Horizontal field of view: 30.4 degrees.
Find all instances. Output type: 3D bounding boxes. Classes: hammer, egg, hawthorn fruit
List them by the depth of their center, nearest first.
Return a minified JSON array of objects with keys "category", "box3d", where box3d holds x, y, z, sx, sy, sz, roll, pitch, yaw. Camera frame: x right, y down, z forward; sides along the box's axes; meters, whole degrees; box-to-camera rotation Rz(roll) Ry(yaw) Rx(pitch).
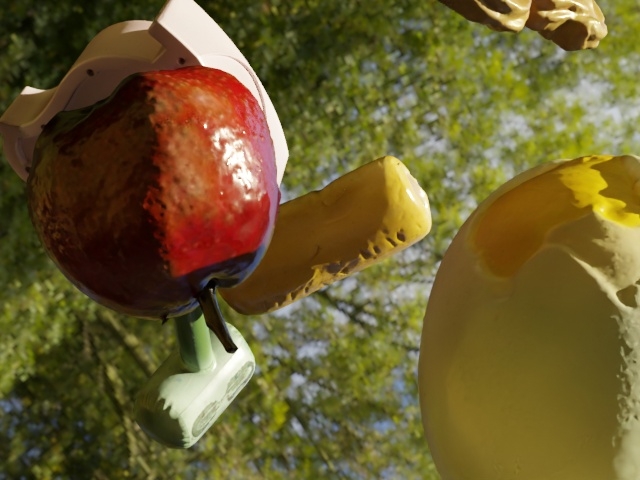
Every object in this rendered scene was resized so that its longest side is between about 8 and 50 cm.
[{"category":"egg","box3d":[0.218,0.104,0.977,0.283,0.283,0.345,1,-122,44]},{"category":"hawthorn fruit","box3d":[-0.137,-0.020,1.042,0.230,0.210,0.266,-23,-109,4]},{"category":"hammer","box3d":[-0.192,0.136,1.692,0.119,0.335,0.206,20,-133,23]}]

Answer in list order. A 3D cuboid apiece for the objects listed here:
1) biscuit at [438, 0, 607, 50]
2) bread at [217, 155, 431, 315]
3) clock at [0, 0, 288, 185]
[{"category":"biscuit","box3d":[0.048,-0.250,0.794,0.051,0.376,0.269,-50,-167,29]},{"category":"bread","box3d":[0.000,0.000,1.571,0.305,0.142,0.091,-25,-145,7]},{"category":"clock","box3d":[-0.172,-0.091,1.264,0.275,0.290,0.080,-20,-148,28]}]
